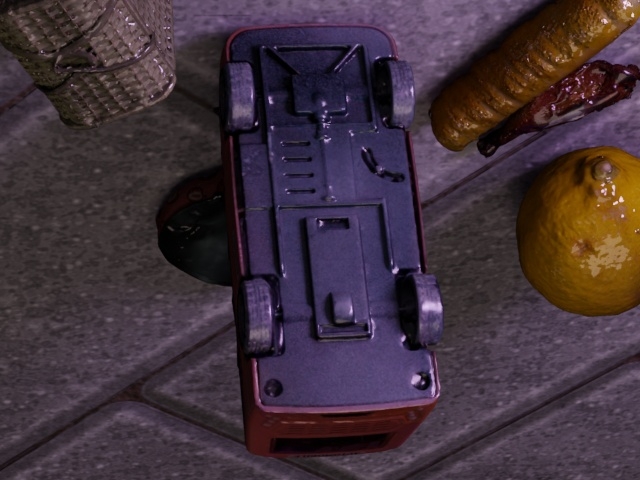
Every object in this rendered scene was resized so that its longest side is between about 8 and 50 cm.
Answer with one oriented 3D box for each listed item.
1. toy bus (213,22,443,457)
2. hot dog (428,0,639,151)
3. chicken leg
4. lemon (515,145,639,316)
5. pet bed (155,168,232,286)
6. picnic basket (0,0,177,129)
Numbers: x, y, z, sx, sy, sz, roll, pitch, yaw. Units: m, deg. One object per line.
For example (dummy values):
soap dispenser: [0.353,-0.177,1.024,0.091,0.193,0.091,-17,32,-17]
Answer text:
toy bus: [0.000,0.000,2.032,0.203,0.427,0.233,-2,156,-9]
hot dog: [0.223,-0.193,2.098,0.068,0.083,0.289,39,126,-23]
chicken leg: [0.261,-0.147,2.195,0.205,0.053,0.093,-15,159,17]
lemon: [0.317,-0.010,2.276,0.188,0.188,0.257,-7,151,-2]
pet bed: [-0.096,-0.013,2.305,0.201,0.053,0.201,-6,146,-4]
picnic basket: [-0.233,-0.221,1.894,0.134,0.154,0.196,-17,143,12]
